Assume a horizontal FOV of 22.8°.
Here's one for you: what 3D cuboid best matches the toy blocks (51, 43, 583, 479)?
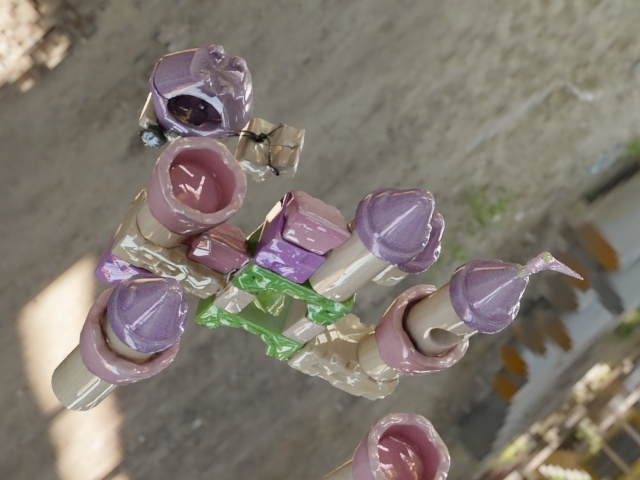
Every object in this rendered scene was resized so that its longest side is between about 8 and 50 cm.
[{"bbox_3d":[0.000,0.000,1.138,0.260,0.289,0.309,-42,-154,53],"label":"toy blocks"}]
